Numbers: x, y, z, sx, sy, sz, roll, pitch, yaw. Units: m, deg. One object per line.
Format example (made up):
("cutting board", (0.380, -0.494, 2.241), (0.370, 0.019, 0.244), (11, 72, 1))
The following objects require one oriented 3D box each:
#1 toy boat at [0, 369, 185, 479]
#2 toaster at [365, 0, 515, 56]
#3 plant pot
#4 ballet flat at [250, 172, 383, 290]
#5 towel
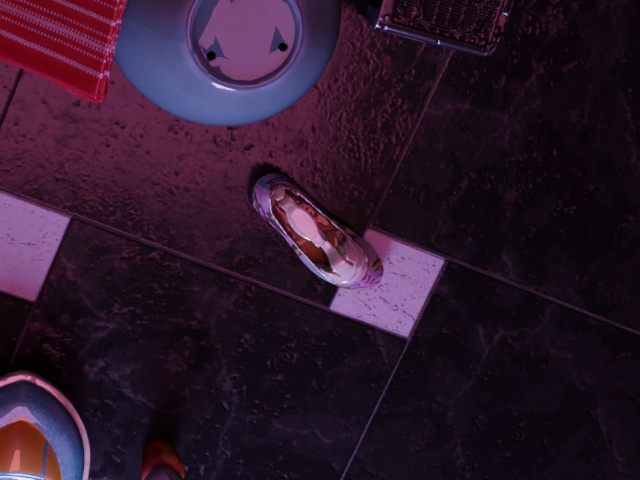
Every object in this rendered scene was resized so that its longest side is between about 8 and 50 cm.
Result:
("toy boat", (-0.323, 0.298, 1.708), (0.318, 0.148, 0.267), (2, 107, -13))
("toaster", (0.157, -0.322, 1.632), (0.185, 0.110, 0.168), (12, 106, -16))
("plant pot", (-0.101, -0.256, 1.550), (0.290, 0.195, 0.290), (-4, 109, -11))
("ballet flat", (0.000, 0.000, 1.720), (0.077, 0.079, 0.221), (-46, 112, 4))
("towel", (-0.285, -0.311, 1.520), (0.199, 0.031, 0.275), (24, 105, 26))
